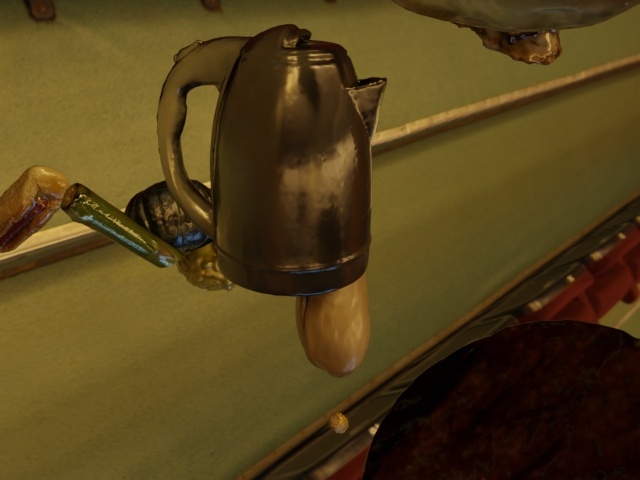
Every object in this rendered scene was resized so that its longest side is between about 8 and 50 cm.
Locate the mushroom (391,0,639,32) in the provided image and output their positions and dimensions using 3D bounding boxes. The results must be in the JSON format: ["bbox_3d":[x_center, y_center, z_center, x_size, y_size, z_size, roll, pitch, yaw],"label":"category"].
[{"bbox_3d":[0.176,-0.288,0.389,0.212,0.292,0.217,38,66,-23],"label":"mushroom"}]

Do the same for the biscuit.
[{"bbox_3d":[0.217,0.265,0.576,0.091,0.408,0.407,49,54,-28],"label":"biscuit"}]

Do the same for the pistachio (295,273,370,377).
[{"bbox_3d":[0.023,0.118,0.943,0.136,0.136,0.225,-7,98,-39],"label":"pistachio"}]

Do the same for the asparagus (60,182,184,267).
[{"bbox_3d":[-0.372,-0.015,1.094,0.060,0.067,0.278,-46,134,1],"label":"asparagus"}]

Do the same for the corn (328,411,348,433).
[{"bbox_3d":[0.035,0.354,1.109,0.092,0.037,0.037,66,33,-65],"label":"corn"}]

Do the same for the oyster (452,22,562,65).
[{"bbox_3d":[0.230,-0.416,0.678,0.204,0.111,0.395,2,103,3],"label":"oyster"}]

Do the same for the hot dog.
[{"bbox_3d":[-0.569,-0.046,1.077,0.084,0.243,0.073,30,32,-52],"label":"hot dog"}]

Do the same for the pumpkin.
[{"bbox_3d":[-0.326,-0.047,1.282,0.221,0.221,0.161,-6,82,-39],"label":"pumpkin"}]

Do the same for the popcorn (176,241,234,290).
[{"bbox_3d":[-0.249,0.010,1.489,0.271,0.224,0.257,21,89,-7],"label":"popcorn"}]

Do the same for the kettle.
[{"bbox_3d":[-0.077,-0.125,0.780,0.228,0.321,0.324,-53,149,-61],"label":"kettle"}]
